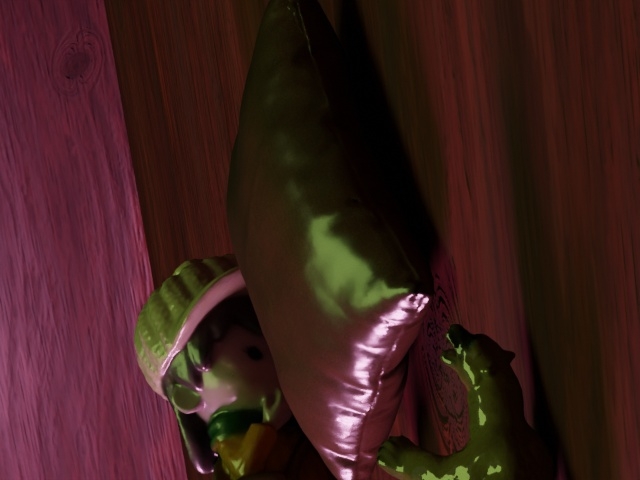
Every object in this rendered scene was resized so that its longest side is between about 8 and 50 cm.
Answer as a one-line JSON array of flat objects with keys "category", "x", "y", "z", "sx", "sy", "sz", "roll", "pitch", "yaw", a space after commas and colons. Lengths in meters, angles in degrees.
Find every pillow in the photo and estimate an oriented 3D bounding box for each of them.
[{"category": "pillow", "x": 0.000, "y": 0.000, "z": 1.520, "sx": 0.305, "sy": 0.108, "sz": 0.308, "roll": 103, "pitch": 151, "yaw": -56}]

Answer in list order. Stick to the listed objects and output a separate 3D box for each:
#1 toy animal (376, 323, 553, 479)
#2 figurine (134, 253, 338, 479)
[{"category": "toy animal", "x": 0.112, "y": 0.163, "z": 1.177, "sx": 0.101, "sy": 0.103, "sz": 0.219, "roll": 123, "pitch": 140, "yaw": -49}, {"category": "figurine", "x": -0.074, "y": 0.174, "z": 1.917, "sx": 0.204, "sy": 0.185, "sz": 0.332, "roll": -13, "pitch": 83, "yaw": 45}]
